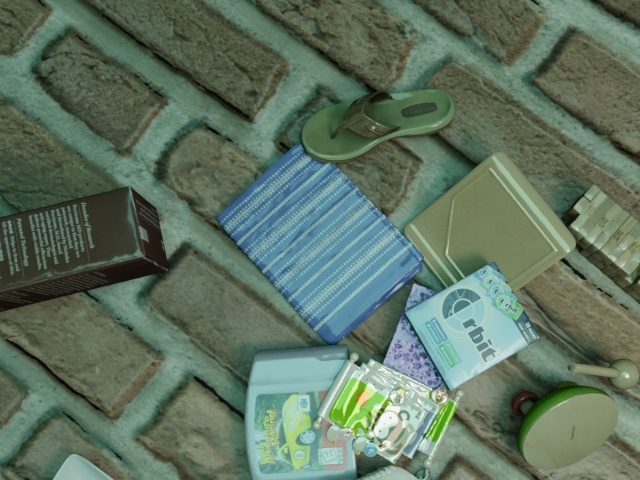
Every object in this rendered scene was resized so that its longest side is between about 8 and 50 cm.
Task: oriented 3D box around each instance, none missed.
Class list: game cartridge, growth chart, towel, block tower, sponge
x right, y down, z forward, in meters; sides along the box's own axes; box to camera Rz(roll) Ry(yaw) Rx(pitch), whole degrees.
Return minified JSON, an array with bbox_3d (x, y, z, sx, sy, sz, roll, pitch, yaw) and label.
[{"bbox_3d":[-0.036,0.339,1.418,0.196,0.060,0.294,-5,84,5],"label":"game cartridge"},{"bbox_3d":[0.117,0.303,1.394,0.237,0.021,0.172,22,81,-5],"label":"growth chart"},{"bbox_3d":[0.000,0.000,1.491,0.243,0.040,0.336,-42,81,-1],"label":"towel"},{"bbox_3d":[0.585,0.049,1.435,0.335,0.097,0.091,42,84,9],"label":"block tower"},{"bbox_3d":[0.185,0.195,1.440,0.117,0.031,0.210,21,89,5],"label":"sponge"}]

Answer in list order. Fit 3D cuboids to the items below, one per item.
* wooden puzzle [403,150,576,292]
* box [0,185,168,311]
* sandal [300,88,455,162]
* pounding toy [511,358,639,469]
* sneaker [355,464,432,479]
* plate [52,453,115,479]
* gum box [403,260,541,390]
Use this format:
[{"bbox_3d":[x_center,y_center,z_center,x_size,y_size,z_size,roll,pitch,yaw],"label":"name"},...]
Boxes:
[{"bbox_3d":[0.304,-0.008,1.448,0.239,0.044,0.221,-40,81,20],"label":"wooden puzzle"},{"bbox_3d":[-0.486,0.026,1.419,0.381,0.191,0.143,-12,81,-1],"label":"box"},{"bbox_3d":[0.104,-0.236,1.487,0.303,0.086,0.120,-17,68,-4],"label":"sandal"},{"bbox_3d":[0.422,0.278,1.386,0.183,0.110,0.237,10,119,-26],"label":"pounding toy"},{"bbox_3d":[0.095,0.433,1.359,0.235,0.090,0.095,13,68,-31],"label":"sneaker"},{"bbox_3d":[-0.400,0.564,1.401,0.277,0.045,0.278,32,83,7],"label":"plate"},{"bbox_3d":[0.265,0.149,1.396,0.184,0.041,0.157,-30,83,-2],"label":"gum box"}]
